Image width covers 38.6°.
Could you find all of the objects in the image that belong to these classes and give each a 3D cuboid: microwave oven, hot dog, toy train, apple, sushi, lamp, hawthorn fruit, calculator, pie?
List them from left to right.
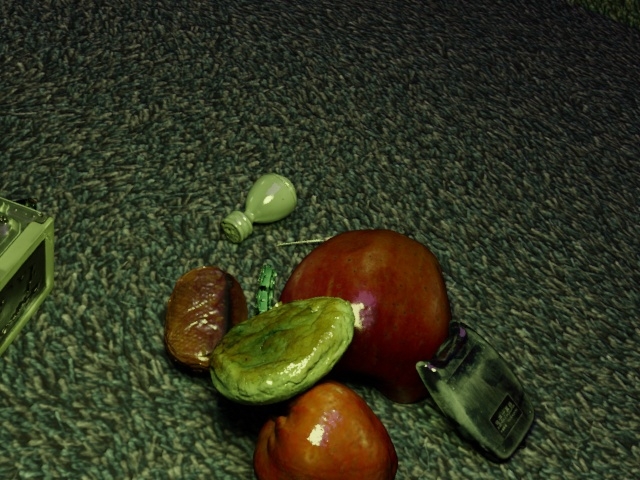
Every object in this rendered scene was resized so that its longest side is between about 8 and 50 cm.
[{"bbox_3d":[-0.662,0.082,1.584,0.286,0.218,0.355,21,44,5],"label":"microwave oven"},{"bbox_3d":[-0.615,-0.038,1.841,0.085,0.056,0.083,0,53,-17],"label":"sushi"},{"bbox_3d":[-0.213,0.156,1.719,0.161,0.099,0.226,9,45,-6],"label":"hot dog"},{"bbox_3d":[-0.130,-0.068,1.980,0.106,0.106,0.193,35,57,19],"label":"lamp"},{"bbox_3d":[-0.111,0.111,1.815,0.038,0.071,0.148,10,44,-3],"label":"toy train"},{"bbox_3d":[-0.064,0.175,1.559,0.277,0.078,0.277,-24,26,13],"label":"pie"},{"bbox_3d":[0.021,0.363,1.512,0.261,0.224,0.224,41,46,-2],"label":"hawthorn fruit"},{"bbox_3d":[0.098,0.141,1.812,0.329,0.295,0.365,47,40,-22],"label":"apple"},{"bbox_3d":[0.300,0.285,1.699,0.268,0.040,0.177,51,57,-11],"label":"calculator"}]

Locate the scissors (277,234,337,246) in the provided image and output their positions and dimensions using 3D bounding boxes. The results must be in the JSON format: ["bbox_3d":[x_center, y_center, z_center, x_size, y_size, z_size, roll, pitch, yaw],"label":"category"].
[{"bbox_3d":[0.000,0.000,1.975,0.189,0.100,0.015,-8,89,-4],"label":"scissors"}]
